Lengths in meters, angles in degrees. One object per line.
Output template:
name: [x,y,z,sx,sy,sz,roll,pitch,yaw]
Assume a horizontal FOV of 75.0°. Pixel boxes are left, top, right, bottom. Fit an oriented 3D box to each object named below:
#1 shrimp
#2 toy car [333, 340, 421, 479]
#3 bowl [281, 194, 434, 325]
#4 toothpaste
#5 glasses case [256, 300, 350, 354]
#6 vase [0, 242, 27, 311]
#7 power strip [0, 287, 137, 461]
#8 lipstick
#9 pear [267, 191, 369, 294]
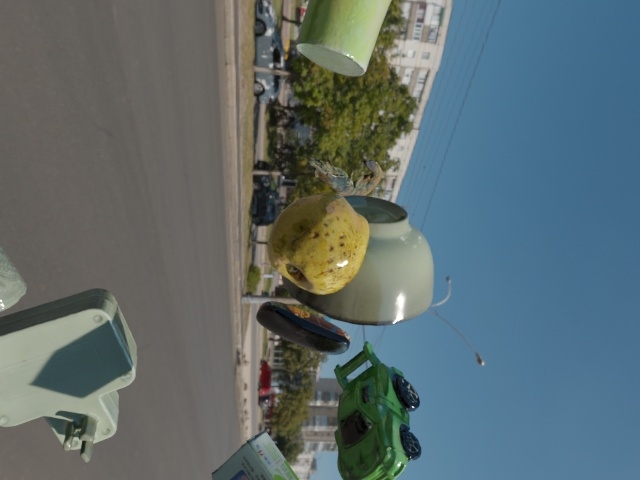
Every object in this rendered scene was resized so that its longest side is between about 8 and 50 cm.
shrimp: [0.088,-0.218,1.322,0.169,0.296,0.058,-37,-127,22]
toy car: [0.125,0.454,1.085,0.213,0.176,0.359,-43,-170,23]
bowl: [0.094,0.013,0.936,0.354,0.354,0.185,-99,-166,-65]
toothpaste: [-0.017,0.431,0.562,0.336,0.081,0.067,48,8,19]
glasses case: [-0.053,0.286,1.345,0.122,0.321,0.082,-50,-162,45]
vase: [-0.499,-0.005,0.585,0.096,0.096,0.219,-95,-170,-57]
power strip: [-0.430,0.242,0.699,0.141,0.229,0.261,-134,-150,-59]
lipstick: [0.057,-0.305,0.357,0.076,0.076,0.304,-112,-139,-77]
pear: [0.000,0.000,0.712,0.178,0.178,0.178,-177,-90,-85]
